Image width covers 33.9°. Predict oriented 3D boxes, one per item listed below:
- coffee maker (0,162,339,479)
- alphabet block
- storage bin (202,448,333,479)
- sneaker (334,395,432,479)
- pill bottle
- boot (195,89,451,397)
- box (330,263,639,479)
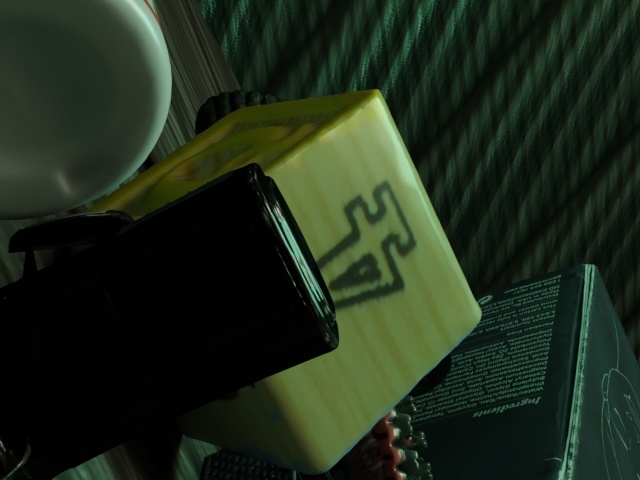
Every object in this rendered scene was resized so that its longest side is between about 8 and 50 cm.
[{"bbox_3d":[-0.084,0.049,0.547,0.120,0.178,0.171,61,6,-31],"label":"coffee maker"},{"bbox_3d":[-0.034,0.024,0.771,0.192,0.193,0.197,-1,-57,52],"label":"alphabet block"},{"bbox_3d":[-0.030,0.228,0.799,0.122,0.084,0.180,63,4,-12],"label":"storage bin"},{"bbox_3d":[0.012,0.145,0.943,0.097,0.135,0.276,57,13,-66],"label":"sneaker"},{"bbox_3d":[-0.185,-0.156,0.626,0.161,0.161,0.283,61,6,-41],"label":"pill bottle"},{"bbox_3d":[0.002,-0.003,1.148,0.348,0.131,0.260,35,34,-22],"label":"boot"},{"bbox_3d":[0.257,0.359,1.214,0.479,0.297,0.472,63,23,-15],"label":"box"}]
